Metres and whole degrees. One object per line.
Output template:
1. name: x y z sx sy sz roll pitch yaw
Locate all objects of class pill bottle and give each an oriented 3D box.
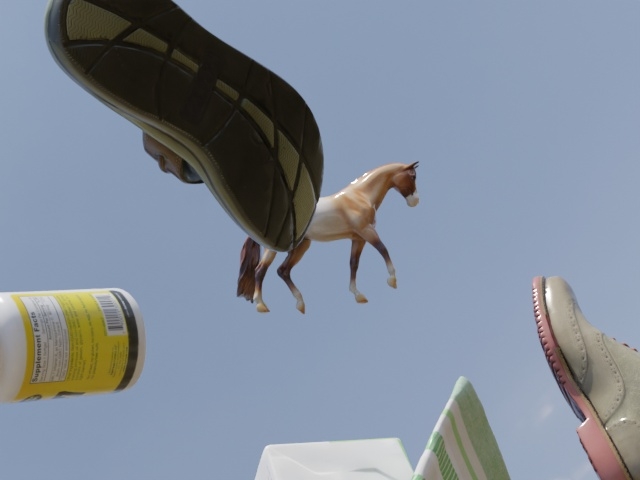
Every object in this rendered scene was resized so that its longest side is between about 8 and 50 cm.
1. pill bottle: -0.302 0.112 1.377 0.208 0.119 0.119 -1 -51 -38

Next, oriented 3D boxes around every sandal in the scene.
1. sandal: -0.103 -0.105 1.033 0.303 0.086 0.120 43 -117 -33

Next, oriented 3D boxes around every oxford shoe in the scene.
1. oxford shoe: 0.359 0.172 1.585 0.130 0.348 0.123 -25 -38 9

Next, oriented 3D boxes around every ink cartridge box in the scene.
1. ink cartridge box: -0.008 0.445 1.813 0.207 0.119 0.354 0 -52 -22

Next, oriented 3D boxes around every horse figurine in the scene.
1. horse figurine: 0.000 0.000 1.599 0.263 0.175 0.066 -13 -23 21

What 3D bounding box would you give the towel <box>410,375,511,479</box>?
1. towel: 0.184 0.372 1.682 0.248 0.038 0.325 66 -147 -23
